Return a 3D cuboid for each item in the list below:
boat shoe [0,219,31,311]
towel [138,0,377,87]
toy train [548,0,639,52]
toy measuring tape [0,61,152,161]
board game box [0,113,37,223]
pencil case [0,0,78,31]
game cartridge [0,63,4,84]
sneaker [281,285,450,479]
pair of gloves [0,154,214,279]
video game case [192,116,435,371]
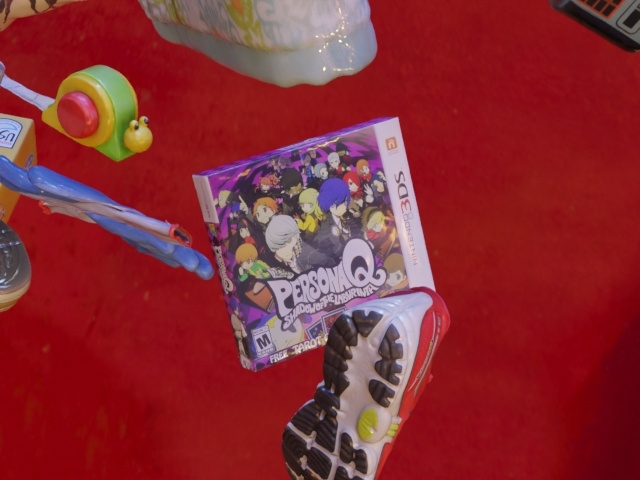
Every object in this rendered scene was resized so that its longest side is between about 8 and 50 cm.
[{"bbox_3d":[-0.221,0.009,0.697,0.056,0.153,0.048,-22,129,-44],"label":"boat shoe"},{"bbox_3d":[-0.102,-0.286,0.853,0.090,0.374,0.321,-28,115,-17],"label":"towel"},{"bbox_3d":[0.210,-0.301,0.996,0.334,0.142,0.190,26,124,-19],"label":"toy train"},{"bbox_3d":[-0.375,-0.226,1.750,0.330,0.121,0.121,30,116,22],"label":"toy measuring tape"},{"bbox_3d":[-0.435,-0.018,1.130,0.242,0.316,0.064,10,134,-1],"label":"board game box"},{"bbox_3d":[-0.310,-0.428,1.728,0.410,0.183,0.160,-17,107,-12],"label":"pencil case"},{"bbox_3d":[-0.603,-0.164,1.702,0.062,0.297,0.198,34,118,29],"label":"game cartridge"},{"bbox_3d":[0.053,0.156,1.111,0.107,0.118,0.279,43,132,22],"label":"sneaker"},{"bbox_3d":[-0.164,-0.015,0.908,0.159,0.198,0.023,20,82,10],"label":"pair of gloves"},{"bbox_3d":[0.000,0.000,1.235,0.232,0.042,0.210,-19,103,-25],"label":"video game case"}]
